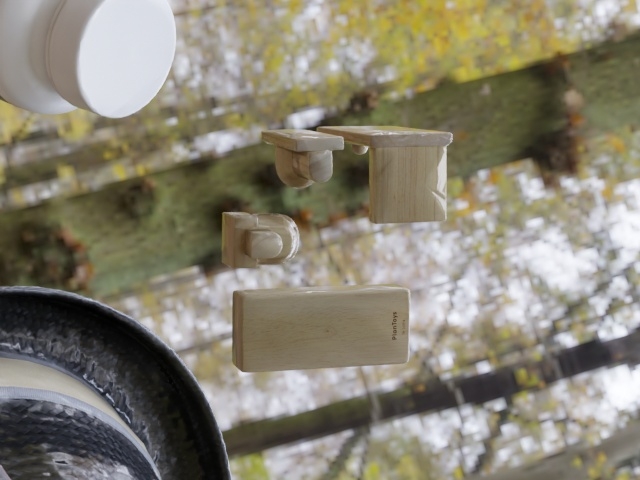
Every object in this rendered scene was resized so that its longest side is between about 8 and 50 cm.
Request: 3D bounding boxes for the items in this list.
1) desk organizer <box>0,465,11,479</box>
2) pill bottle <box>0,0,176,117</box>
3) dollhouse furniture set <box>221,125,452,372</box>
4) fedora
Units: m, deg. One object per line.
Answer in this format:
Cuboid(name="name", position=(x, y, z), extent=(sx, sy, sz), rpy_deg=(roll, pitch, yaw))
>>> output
Cuboid(name="desk organizer", position=(-0.122, 0.081, 0.316), extent=(0.047, 0.130, 0.050), rpy_deg=(46, -57, 30))
Cuboid(name="pill bottle", position=(-0.113, -0.086, 0.580), extent=(0.120, 0.067, 0.067), rpy_deg=(23, -50, 34))
Cuboid(name="dollhouse furniture set", position=(0.000, 0.000, 1.059), extent=(0.123, 0.144, 0.151), rpy_deg=(-157, -114, -72))
Cuboid(name="fedora", position=(-0.133, 0.193, 0.695), extent=(0.152, 0.334, 0.334), rpy_deg=(31, -46, 46))
